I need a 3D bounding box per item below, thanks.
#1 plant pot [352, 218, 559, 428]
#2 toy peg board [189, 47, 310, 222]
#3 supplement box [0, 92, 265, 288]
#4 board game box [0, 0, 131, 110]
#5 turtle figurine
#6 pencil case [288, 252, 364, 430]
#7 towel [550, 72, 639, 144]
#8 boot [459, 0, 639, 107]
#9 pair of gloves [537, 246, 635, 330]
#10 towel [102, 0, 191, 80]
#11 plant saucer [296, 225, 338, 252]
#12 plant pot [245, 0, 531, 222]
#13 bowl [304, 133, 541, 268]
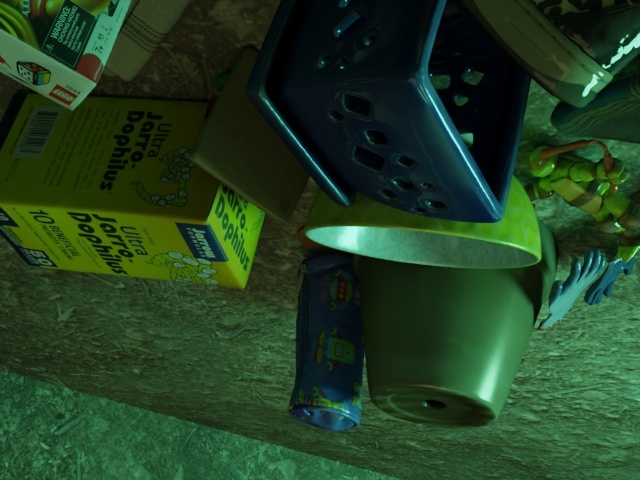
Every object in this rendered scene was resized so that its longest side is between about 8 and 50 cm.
[{"bbox_3d":[0.193,0.126,1.232,0.323,0.280,0.323,9,152,5],"label":"plant pot"},{"bbox_3d":[-0.088,-0.129,1.024,0.161,0.160,0.079,35,160,-35],"label":"toy peg board"},{"bbox_3d":[-0.275,-0.072,1.151,0.357,0.195,0.194,5,151,14],"label":"supplement box"},{"bbox_3d":[-0.229,-0.276,0.644,0.193,0.305,0.053,29,145,-28],"label":"board game box"},{"bbox_3d":[0.338,-0.059,1.034,0.217,0.087,0.269,36,160,-10],"label":"turtle figurine"},{"bbox_3d":[0.012,0.162,1.348,0.133,0.306,0.119,19,151,-27],"label":"pencil case"},{"bbox_3d":[0.427,-0.124,0.740,0.272,0.040,0.370,8,176,-18],"label":"towel"},{"bbox_3d":[0.167,-0.318,0.555,0.284,0.138,0.377,-39,86,27],"label":"boot"},{"bbox_3d":[0.399,0.056,1.176,0.198,0.023,0.159,-21,145,-28],"label":"pair of gloves"},{"bbox_3d":[-0.298,-0.313,0.869,0.312,0.056,0.324,27,149,-25],"label":"towel"},{"bbox_3d":[0.000,0.000,1.359,0.084,0.013,0.083,11,152,6],"label":"plant saucer"},{"bbox_3d":[0.070,-0.168,0.804,0.212,0.235,0.236,1,150,32],"label":"plant pot"},{"bbox_3d":[0.133,-0.063,1.001,0.290,0.156,0.289,8,171,1],"label":"bowl"}]
